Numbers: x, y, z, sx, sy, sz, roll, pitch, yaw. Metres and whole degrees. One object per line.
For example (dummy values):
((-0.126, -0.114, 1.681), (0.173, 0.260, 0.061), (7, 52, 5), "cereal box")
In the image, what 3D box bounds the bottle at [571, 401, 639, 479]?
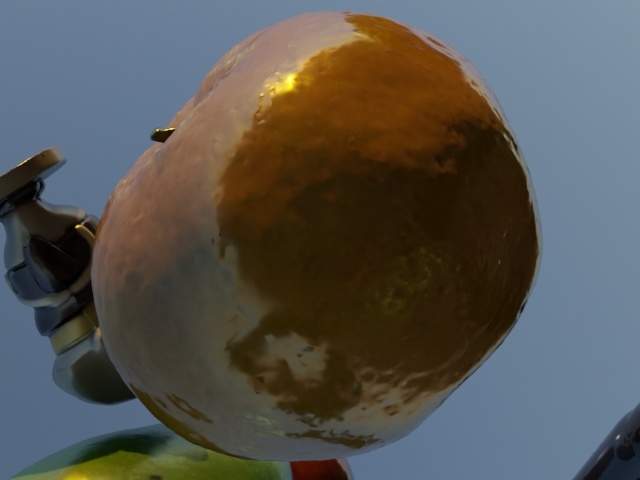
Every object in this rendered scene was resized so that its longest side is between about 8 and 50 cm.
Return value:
((0.264, 0.205, 0.859), (0.082, 0.244, 0.072), (-29, -118, -30), "bottle")

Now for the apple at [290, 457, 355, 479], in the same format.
((-0.066, 0.319, 1.258), (0.230, 0.230, 0.230), (15, -115, -36), "apple")

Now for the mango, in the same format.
((-0.163, 0.264, 0.907), (0.382, 0.225, 0.201), (-23, -95, -58), "mango")

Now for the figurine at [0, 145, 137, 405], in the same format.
((-0.225, 0.041, 0.938), (0.133, 0.176, 0.236), (-35, -83, -2), "figurine")

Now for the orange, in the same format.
((0.000, 0.000, 0.605), (0.235, 0.279, 0.279), (38, -127, -15), "orange")
